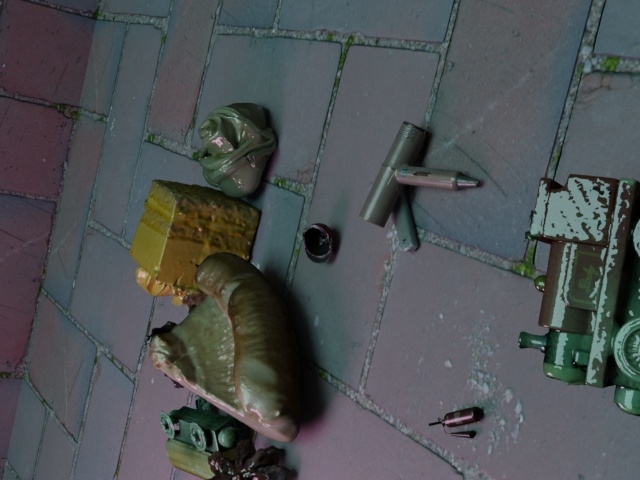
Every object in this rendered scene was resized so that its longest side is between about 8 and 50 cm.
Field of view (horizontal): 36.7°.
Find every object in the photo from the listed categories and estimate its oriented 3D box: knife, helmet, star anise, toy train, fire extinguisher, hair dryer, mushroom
[{"bbox_3d":[0.145,-0.049,1.767,0.044,0.023,0.162,-37,51,38],"label":"knife"},{"bbox_3d":[0.001,0.001,1.955,0.065,0.049,0.083,0,110,23],"label":"helmet"},{"bbox_3d":[-0.171,0.487,1.985,0.212,0.073,0.197,-43,42,-20],"label":"star anise"},{"bbox_3d":[0.371,0.060,1.222,0.222,0.150,0.304,8,88,29],"label":"toy train"},{"bbox_3d":[0.225,0.299,1.564,0.100,0.032,0.046,-29,93,50],"label":"fire extinguisher"},{"bbox_3d":[0.183,-0.088,1.689,0.220,0.054,0.195,31,97,45],"label":"hair dryer"},{"bbox_3d":[-0.135,0.232,2.007,0.397,0.224,0.313,25,76,40],"label":"mushroom"},{"bbox_3d":[-0.253,0.459,2.197,0.307,0.126,0.189,-2,112,56],"label":"toy train"}]

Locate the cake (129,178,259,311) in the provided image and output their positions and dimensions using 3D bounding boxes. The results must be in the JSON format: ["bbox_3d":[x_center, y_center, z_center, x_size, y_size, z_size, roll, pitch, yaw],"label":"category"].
[{"bbox_3d":[-0.308,0.020,2.269,0.227,0.223,0.285,28,106,58],"label":"cake"}]

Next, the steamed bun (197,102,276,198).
[{"bbox_3d":[-0.212,-0.223,2.237,0.211,0.144,0.218,40,105,50],"label":"steamed bun"}]
